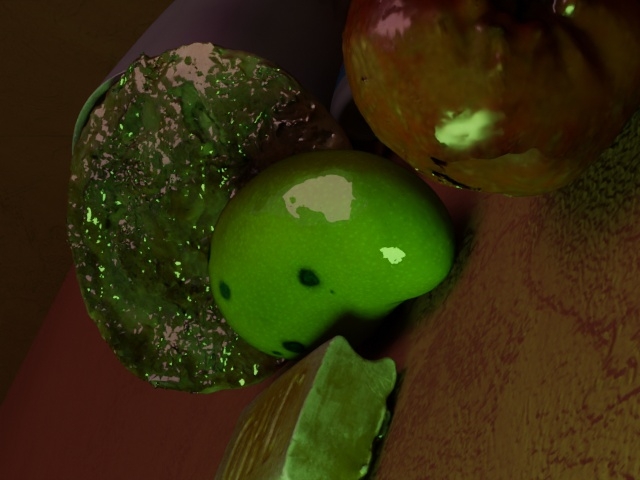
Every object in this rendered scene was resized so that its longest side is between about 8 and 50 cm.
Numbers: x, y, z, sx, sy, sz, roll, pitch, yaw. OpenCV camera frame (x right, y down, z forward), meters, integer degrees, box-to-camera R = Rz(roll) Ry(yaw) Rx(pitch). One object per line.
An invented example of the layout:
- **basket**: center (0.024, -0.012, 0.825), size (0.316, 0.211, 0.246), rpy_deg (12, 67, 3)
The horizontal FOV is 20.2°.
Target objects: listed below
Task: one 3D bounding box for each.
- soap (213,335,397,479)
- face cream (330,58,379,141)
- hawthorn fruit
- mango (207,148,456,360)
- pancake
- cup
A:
- **soap**: center (-0.022, 0.179, 1.507), size (0.140, 0.073, 0.232), rpy_deg (-67, 11, -26)
- **face cream**: center (0.097, -0.264, 1.807), size (0.163, 0.080, 0.336), rpy_deg (-40, 29, 57)
- **hawthorn fruit**: center (0.119, -0.132, 1.243), size (0.299, 0.211, 0.211), rpy_deg (175, 119, -90)
- **mango**: center (0.005, 0.010, 1.522), size (0.143, 0.175, 0.293), rpy_deg (-35, 6, -33)
- **pancake**: center (-0.105, -0.023, 1.724), size (0.065, 0.356, 0.356), rpy_deg (-23, -31, -56)
- **cup**: center (-0.094, -0.151, 1.944), size (0.253, 0.253, 0.371), rpy_deg (-57, 6, 36)
